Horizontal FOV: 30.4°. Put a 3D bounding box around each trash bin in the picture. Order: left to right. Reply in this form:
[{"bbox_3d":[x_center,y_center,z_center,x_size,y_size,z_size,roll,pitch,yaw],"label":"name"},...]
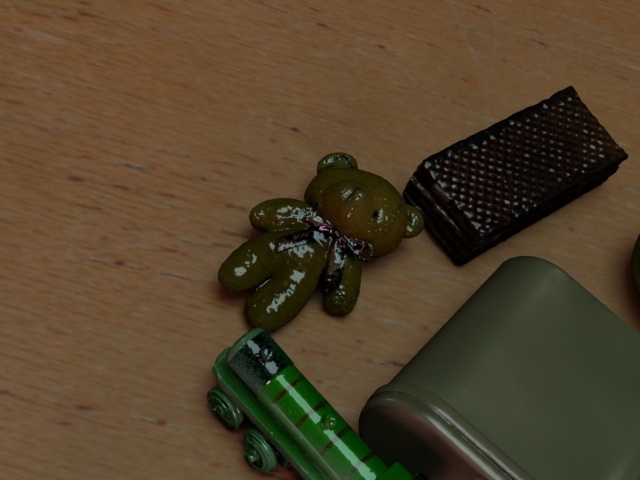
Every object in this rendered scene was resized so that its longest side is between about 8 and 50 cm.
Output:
[{"bbox_3d":[0.193,0.160,1.082,0.243,0.121,0.247,40,52,8],"label":"trash bin"}]

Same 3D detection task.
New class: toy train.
[{"bbox_3d":[0.001,0.178,1.004,0.085,0.119,0.251,-37,77,-31],"label":"toy train"}]

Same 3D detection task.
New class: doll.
[{"bbox_3d":[0.000,0.000,1.131,0.137,0.097,0.209,44,61,5],"label":"doll"}]

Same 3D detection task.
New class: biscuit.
[{"bbox_3d":[0.213,-0.072,1.258,0.252,0.070,0.106,-27,72,-31],"label":"biscuit"}]

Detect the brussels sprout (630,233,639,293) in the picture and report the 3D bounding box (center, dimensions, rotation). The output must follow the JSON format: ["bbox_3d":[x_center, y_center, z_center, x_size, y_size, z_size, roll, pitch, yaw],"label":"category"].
[{"bbox_3d":[0.398,0.033,1.227,0.155,0.117,0.155,0,71,1],"label":"brussels sprout"}]
